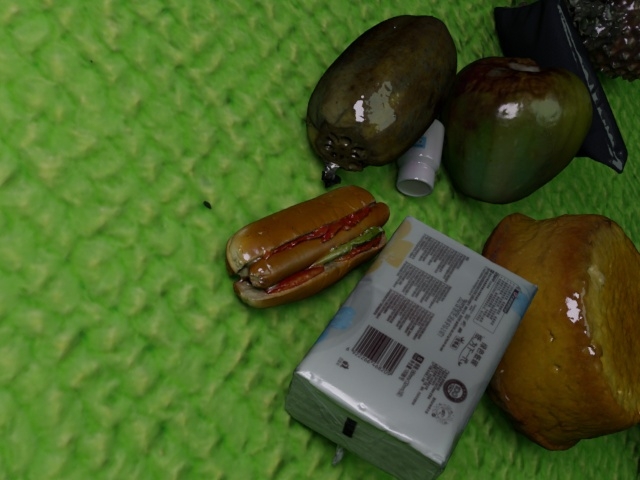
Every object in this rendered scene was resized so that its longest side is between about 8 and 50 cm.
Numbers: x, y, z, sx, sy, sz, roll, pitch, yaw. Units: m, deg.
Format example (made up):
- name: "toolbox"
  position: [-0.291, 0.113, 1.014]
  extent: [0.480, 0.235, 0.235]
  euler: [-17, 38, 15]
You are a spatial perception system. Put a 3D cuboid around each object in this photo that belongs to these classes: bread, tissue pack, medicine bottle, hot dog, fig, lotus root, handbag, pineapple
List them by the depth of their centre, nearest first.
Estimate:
- name: "hot dog"
  position: [0.000, 0.000, 0.813]
  extent: [0.236, 0.062, 0.092]
  euler: [-29, 97, -46]
- name: "tissue pack"
  position: [0.087, 0.119, 0.815]
  extent: [0.159, 0.145, 0.229]
  euler: [30, 55, 11]
- name: "lotus root"
  position: [0.069, -0.167, 0.880]
  extent: [0.241, 0.124, 0.123]
  euler: [-56, 129, -37]
- name: "medicine bottle"
  position: [0.118, -0.101, 0.962]
  extent: [0.052, 0.052, 0.089]
  euler: [30, 60, -36]
- name: "fig"
  position: [0.234, -0.137, 1.004]
  extent: [0.181, 0.181, 0.191]
  euler: [17, 99, -41]
- name: "bread"
  position: [0.313, 0.110, 1.019]
  extent: [0.312, 0.172, 0.312]
  euler: [16, 68, -45]
- name: "handbag"
  position: [0.325, -0.219, 1.127]
  extent: [0.089, 0.211, 0.254]
  euler: [-27, 105, -2]
- name: "pineapple"
  position: [0.463, -0.345, 1.289]
  extent: [0.361, 0.175, 0.174]
  euler: [-4, 83, -47]
